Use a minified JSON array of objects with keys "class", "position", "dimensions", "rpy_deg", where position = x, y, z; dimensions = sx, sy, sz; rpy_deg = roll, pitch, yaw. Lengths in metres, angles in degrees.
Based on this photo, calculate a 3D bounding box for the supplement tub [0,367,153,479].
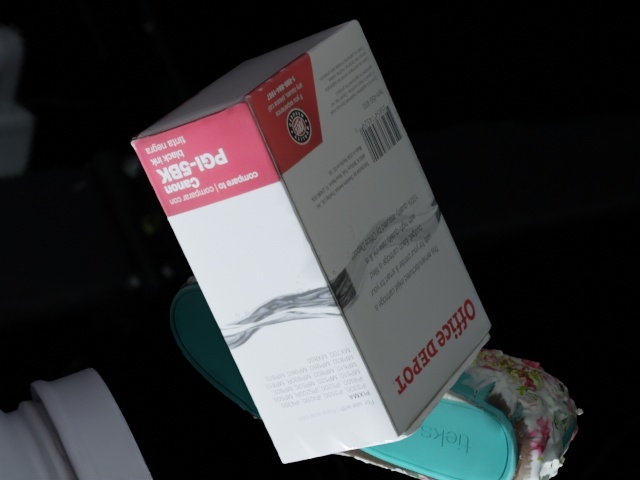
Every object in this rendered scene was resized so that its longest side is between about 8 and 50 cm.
[{"class":"supplement tub","position":[-0.228,0.216,0.943],"dimensions":[0.331,0.241,0.241],"rpy_deg":[-22,-106,-12]}]

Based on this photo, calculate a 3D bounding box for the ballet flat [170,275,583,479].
[{"class":"ballet flat","position":[0.030,0.073,1.015],"dimensions":[0.241,0.091,0.077],"rpy_deg":[23,-155,33]}]

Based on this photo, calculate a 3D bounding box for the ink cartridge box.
[{"class":"ink cartridge box","position":[0.000,0.000,0.723],"dimensions":[0.099,0.056,0.135],"rpy_deg":[-42,-69,-56]}]
